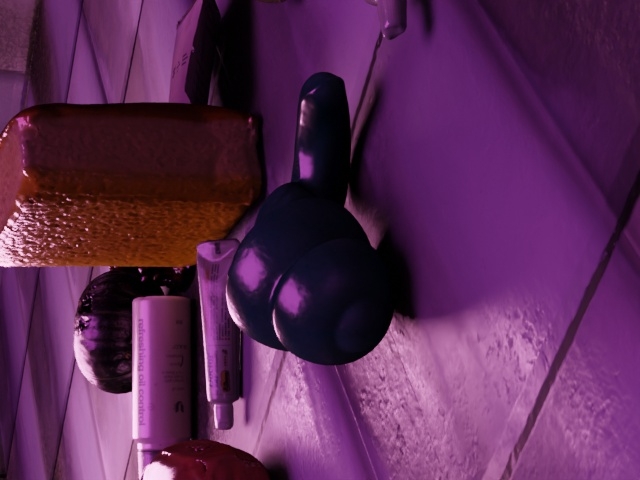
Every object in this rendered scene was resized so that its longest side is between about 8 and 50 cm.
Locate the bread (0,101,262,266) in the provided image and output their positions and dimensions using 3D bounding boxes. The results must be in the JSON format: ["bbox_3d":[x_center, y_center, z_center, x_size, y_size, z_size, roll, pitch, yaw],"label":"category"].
[{"bbox_3d":[-0.269,-0.068,1.990,0.323,0.333,0.143,138,129,-59],"label":"bread"}]

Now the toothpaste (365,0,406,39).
[{"bbox_3d":[0.058,-0.378,1.484,0.099,0.061,0.392,129,141,-63],"label":"toothpaste"}]

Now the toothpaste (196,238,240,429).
[{"bbox_3d":[-0.132,0.126,1.994,0.037,0.067,0.255,9,-103,-68],"label":"toothpaste"}]

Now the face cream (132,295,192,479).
[{"bbox_3d":[-0.235,0.240,2.213,0.092,0.092,0.311,162,108,-69],"label":"face cream"}]

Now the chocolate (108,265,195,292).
[{"bbox_3d":[-0.270,0.009,2.266,0.156,0.133,0.156,179,90,-71],"label":"chocolate"}]

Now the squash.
[{"bbox_3d":[-0.310,0.142,2.331,0.193,0.156,0.193,164,90,-89],"label":"squash"}]

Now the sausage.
[{"bbox_3d":[-0.145,0.328,1.865,0.280,0.152,0.152,165,106,-69],"label":"sausage"}]

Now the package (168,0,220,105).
[{"bbox_3d":[-0.171,-0.241,2.056,0.251,0.062,0.204,121,155,-69],"label":"package"}]

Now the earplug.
[{"bbox_3d":[0.007,-0.001,1.525,0.257,0.164,0.280,-46,44,7],"label":"earplug"}]

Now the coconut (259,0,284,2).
[{"bbox_3d":[-0.065,-0.328,1.795,0.096,0.088,0.088,118,148,-41],"label":"coconut"}]
